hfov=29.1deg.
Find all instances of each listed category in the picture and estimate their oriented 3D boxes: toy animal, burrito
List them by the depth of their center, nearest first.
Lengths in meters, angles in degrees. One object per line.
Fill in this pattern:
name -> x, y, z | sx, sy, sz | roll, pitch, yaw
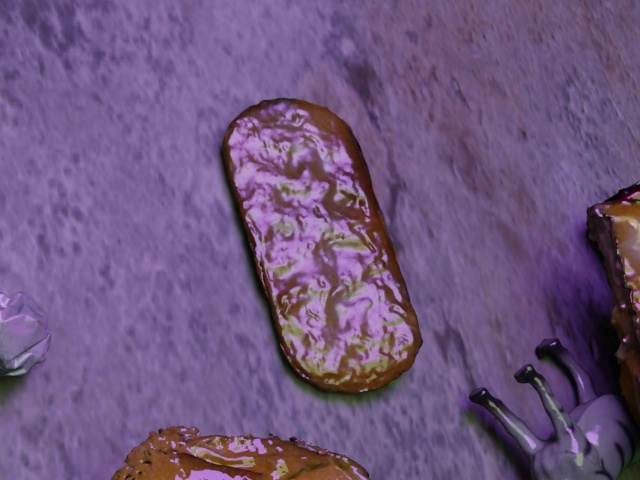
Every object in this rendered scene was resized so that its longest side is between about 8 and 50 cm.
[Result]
burrito -> -0.272, 0.038, 0.794 | 0.203, 0.064, 0.064 | 21, 61, -14
toy animal -> 0.206, 0.165, 0.951 | 0.217, 0.073, 0.176 | -30, 88, -36

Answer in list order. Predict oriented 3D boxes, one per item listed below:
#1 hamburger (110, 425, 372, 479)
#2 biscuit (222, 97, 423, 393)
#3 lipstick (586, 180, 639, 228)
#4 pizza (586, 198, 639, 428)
hamburger -> -0.059, 0.244, 0.744 | 0.244, 0.163, 0.244 | 9, 58, -15
biscuit -> 0.000, 0.000, 0.953 | 0.118, 0.029, 0.247 | -11, 73, -21
lipstick -> 0.316, 0.062, 1.039 | 0.080, 0.080, 0.241 | -24, 79, -31
pizza -> 0.335, 0.094, 0.945 | 0.323, 0.089, 0.223 | 21, 65, -2
